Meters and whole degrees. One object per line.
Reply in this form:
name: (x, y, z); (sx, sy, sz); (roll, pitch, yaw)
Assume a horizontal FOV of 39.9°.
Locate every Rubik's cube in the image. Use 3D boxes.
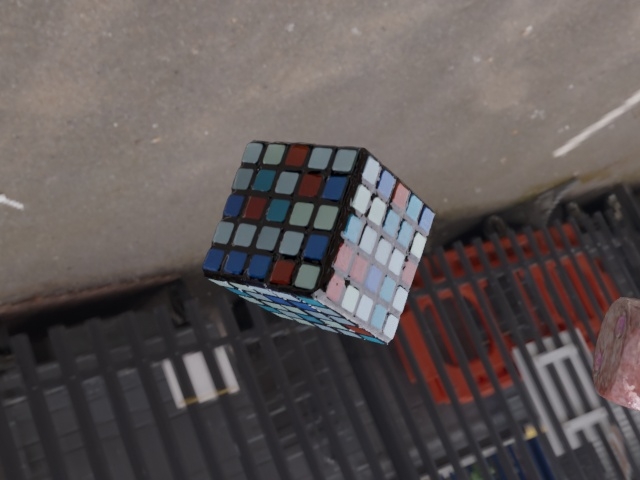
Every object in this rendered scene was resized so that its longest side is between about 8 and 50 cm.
Rubik's cube: (0.000, 0.000, 1.053); (0.184, 0.182, 0.187); (11, 165, 35)

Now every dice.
dice: (0.300, 0.103, 0.779); (0.093, 0.094, 0.091); (13, -179, 2)
